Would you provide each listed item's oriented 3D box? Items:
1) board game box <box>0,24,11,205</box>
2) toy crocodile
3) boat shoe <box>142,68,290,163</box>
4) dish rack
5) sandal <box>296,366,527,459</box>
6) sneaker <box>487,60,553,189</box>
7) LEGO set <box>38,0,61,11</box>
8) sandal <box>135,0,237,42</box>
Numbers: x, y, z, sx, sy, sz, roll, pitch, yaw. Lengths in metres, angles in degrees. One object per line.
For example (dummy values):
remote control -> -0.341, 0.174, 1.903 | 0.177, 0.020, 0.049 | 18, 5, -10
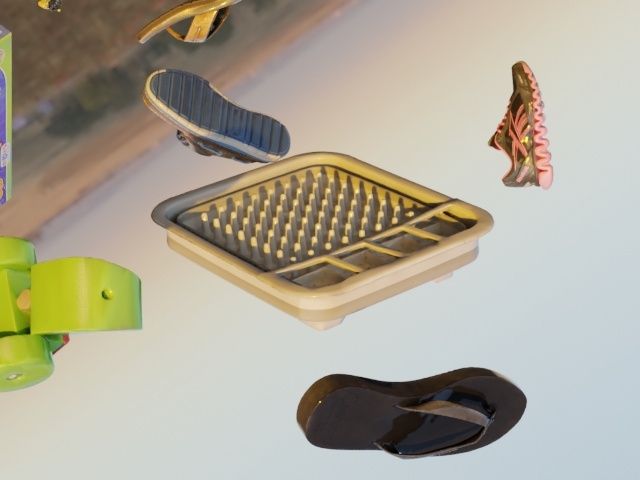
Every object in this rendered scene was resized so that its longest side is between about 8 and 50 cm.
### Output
board game box -> -0.521, -0.120, 2.136 | 0.233, 0.078, 0.347 | -43, 161, -33
toy crocodile -> -0.291, 0.093, 1.313 | 0.340, 0.115, 0.105 | -28, 154, 29
boat shoe -> -0.123, -0.123, 1.740 | 0.066, 0.183, 0.066 | -27, -135, 46
dish rack -> 0.000, 0.000, 1.813 | 0.285, 0.072, 0.333 | -22, -149, -32
sandal -> 0.094, 0.176, 1.536 | 0.254, 0.054, 0.097 | 1, 121, -32
sneaker -> 0.178, -0.102, 1.456 | 0.057, 0.119, 0.047 | -8, 180, 13
LEGO set -> -0.449, -0.392, 1.996 | 0.192, 0.255, 0.331 | -48, 155, 2
sandal -> -0.123, -0.246, 1.768 | 0.180, 0.049, 0.072 | -18, -167, 18
